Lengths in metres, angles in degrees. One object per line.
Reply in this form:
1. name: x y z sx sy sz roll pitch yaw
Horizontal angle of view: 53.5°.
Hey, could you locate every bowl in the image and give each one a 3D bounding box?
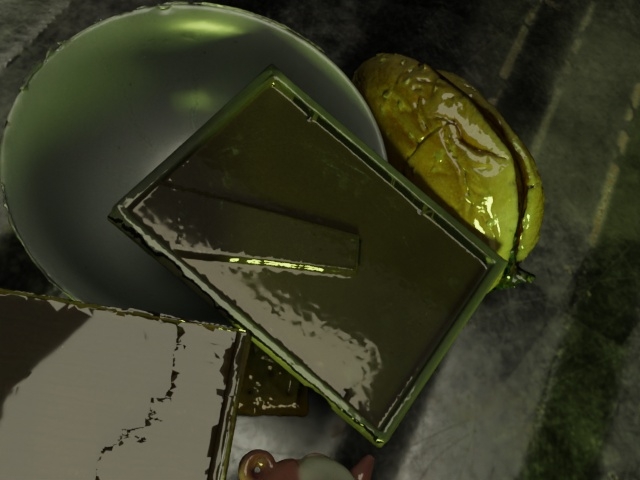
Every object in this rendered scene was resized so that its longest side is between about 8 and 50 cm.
1. bowl: -0.116 -0.049 0.634 0.345 0.157 0.346 4 68 -11

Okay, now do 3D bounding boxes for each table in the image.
1. table: -0.217 0.165 0.465 0.282 0.250 0.196 12 64 -8

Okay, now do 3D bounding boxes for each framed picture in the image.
1. framed picture: 0.000 0.000 0.550 0.289 0.016 0.213 40 65 2

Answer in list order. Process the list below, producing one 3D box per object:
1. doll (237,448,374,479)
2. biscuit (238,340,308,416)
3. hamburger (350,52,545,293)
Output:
1. doll: 0.008 0.294 0.540 0.211 0.093 0.262 -23 83 -27
2. biscuit: -0.051 0.136 0.645 0.081 0.018 0.083 6 64 -10
3. hamburger: 0.121 -0.076 0.678 0.132 0.211 0.309 -27 73 -27
